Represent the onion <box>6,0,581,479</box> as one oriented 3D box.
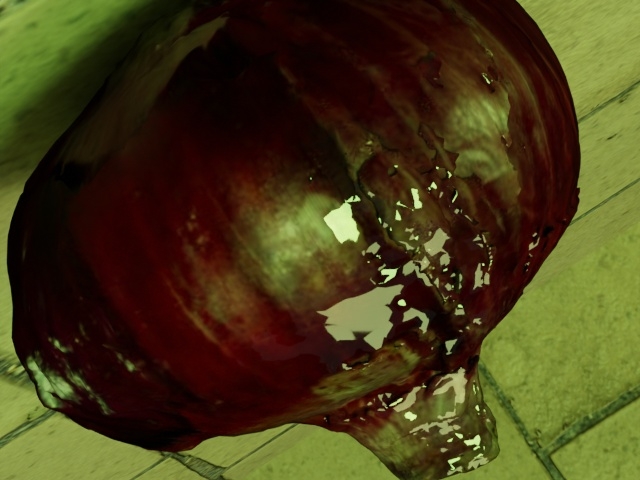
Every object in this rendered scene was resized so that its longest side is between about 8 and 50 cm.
[{"bbox_3d":[0.000,0.000,0.755,0.252,0.219,0.252,-30,178,-1],"label":"onion"}]
